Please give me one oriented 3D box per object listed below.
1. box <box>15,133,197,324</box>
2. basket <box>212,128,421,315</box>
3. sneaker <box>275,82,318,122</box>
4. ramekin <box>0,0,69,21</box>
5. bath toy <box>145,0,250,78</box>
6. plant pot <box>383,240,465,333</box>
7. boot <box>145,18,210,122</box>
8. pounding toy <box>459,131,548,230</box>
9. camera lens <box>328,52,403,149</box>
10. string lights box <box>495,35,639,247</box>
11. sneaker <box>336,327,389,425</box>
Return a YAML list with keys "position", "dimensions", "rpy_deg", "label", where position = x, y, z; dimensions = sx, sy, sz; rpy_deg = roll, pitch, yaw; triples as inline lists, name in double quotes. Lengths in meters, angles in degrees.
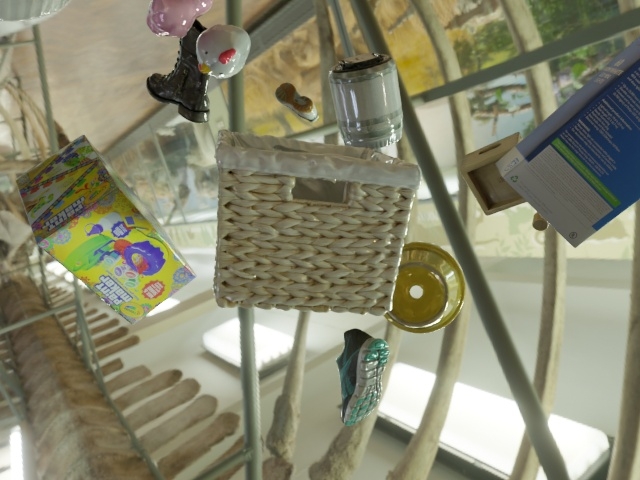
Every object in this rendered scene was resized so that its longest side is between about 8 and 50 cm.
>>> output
- position: [-0.457, -0.023, 1.103]
  dimensions: [0.177, 0.290, 0.279]
  rpy_deg: [-38, -133, -10]
  label: "box"
- position: [-0.035, -0.049, 0.949]
  dimensions: [0.329, 0.266, 0.331]
  rpy_deg: [5, -164, -11]
  label: "basket"
- position: [-0.034, -0.192, 0.725]
  dimensions: [0.032, 0.037, 0.083]
  rpy_deg: [-43, -125, 1]
  label: "sneaker"
- position: [-0.456, -0.432, 0.706]
  dimensions: [0.273, 0.272, 0.127]
  rpy_deg: [-24, 174, -34]
  label: "ramekin"
- position: [-0.264, -0.431, 0.913]
  dimensions: [0.151, 0.348, 0.129]
  rpy_deg: [-36, -149, 10]
  label: "bath toy"
- position: [0.257, 0.129, 1.356]
  dimensions: [0.254, 0.253, 0.239]
  rpy_deg: [-15, 177, 12]
  label: "plant pot"
- position: [-0.334, -0.439, 1.270]
  dimensions: [0.263, 0.228, 0.091]
  rpy_deg: [36, -142, 27]
  label: "boot"
- position: [0.439, -0.123, 1.116]
  dimensions: [0.181, 0.206, 0.094]
  rpy_deg: [-23, -159, 37]
  label: "pounding toy"
- position: [0.152, -0.459, 1.685]
  dimensions: [0.220, 0.274, 0.219]
  rpy_deg: [-11, -152, 6]
  label: "camera lens"
- position: [0.358, -0.128, 0.607]
  dimensions: [0.260, 0.133, 0.076]
  rpy_deg: [-44, -171, 23]
  label: "string lights box"
- position: [0.055, 0.207, 0.792]
  dimensions: [0.065, 0.166, 0.076]
  rpy_deg: [-5, -153, -38]
  label: "sneaker"
